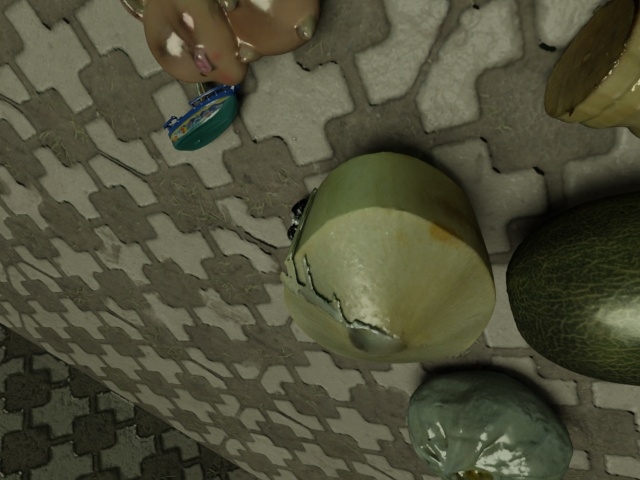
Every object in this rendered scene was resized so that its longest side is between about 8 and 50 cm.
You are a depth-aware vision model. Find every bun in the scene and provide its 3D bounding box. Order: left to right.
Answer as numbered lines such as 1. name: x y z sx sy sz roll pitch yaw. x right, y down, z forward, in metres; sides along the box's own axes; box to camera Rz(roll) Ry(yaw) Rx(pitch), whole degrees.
1. bun: 0.346 0.441 0.897 0.354 0.194 0.355 16 132 18

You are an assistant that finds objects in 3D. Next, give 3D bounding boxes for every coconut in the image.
1. coconut: 0.093 0.041 0.622 0.322 0.323 0.323 14 131 17

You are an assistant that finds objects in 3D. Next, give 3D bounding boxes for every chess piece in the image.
1. chess piece: 0.415 -0.148 0.451 0.300 0.137 0.137 18 133 -1

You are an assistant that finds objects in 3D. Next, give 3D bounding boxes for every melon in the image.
1. melon: 0.399 0.057 0.526 0.301 0.237 0.238 -16 117 36

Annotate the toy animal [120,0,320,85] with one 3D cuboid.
1. toy animal: -0.123 -0.301 0.565 0.250 0.154 0.167 -13 132 14

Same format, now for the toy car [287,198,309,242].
1. toy car: 0.000 0.000 0.796 0.070 0.080 0.171 -13 118 32

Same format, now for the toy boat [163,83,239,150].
1. toy boat: -0.201 -0.235 0.718 0.174 0.091 0.110 -23 86 35
